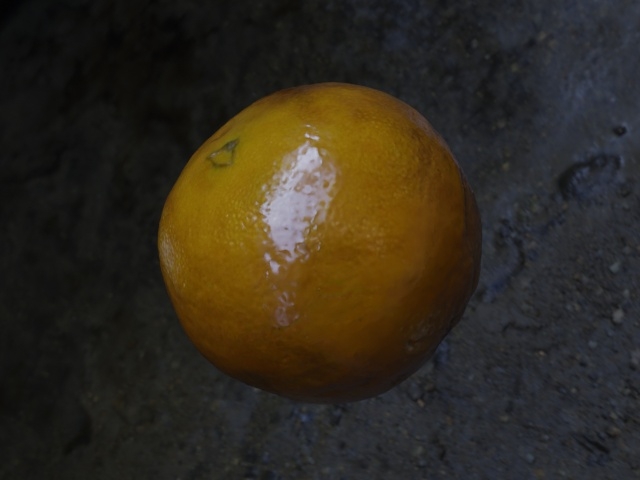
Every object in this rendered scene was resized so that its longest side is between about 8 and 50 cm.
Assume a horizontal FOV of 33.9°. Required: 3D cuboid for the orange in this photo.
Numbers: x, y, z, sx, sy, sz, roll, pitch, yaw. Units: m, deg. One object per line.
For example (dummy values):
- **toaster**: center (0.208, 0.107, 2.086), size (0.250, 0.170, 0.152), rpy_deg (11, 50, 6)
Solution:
- **orange**: center (0.000, 0.000, 0.843), size (0.261, 0.261, 0.261), rpy_deg (-13, 64, 27)
